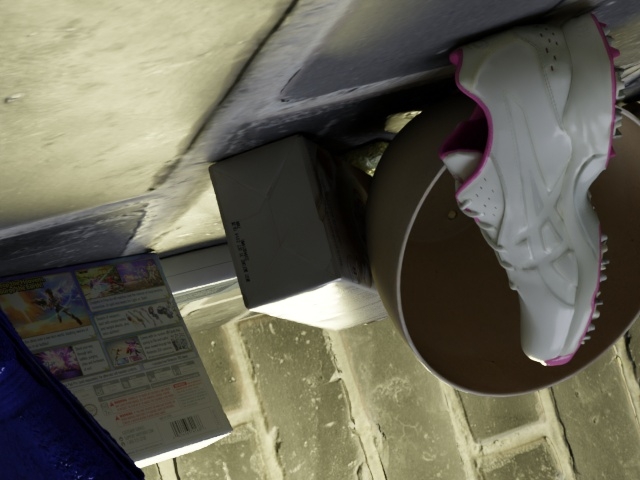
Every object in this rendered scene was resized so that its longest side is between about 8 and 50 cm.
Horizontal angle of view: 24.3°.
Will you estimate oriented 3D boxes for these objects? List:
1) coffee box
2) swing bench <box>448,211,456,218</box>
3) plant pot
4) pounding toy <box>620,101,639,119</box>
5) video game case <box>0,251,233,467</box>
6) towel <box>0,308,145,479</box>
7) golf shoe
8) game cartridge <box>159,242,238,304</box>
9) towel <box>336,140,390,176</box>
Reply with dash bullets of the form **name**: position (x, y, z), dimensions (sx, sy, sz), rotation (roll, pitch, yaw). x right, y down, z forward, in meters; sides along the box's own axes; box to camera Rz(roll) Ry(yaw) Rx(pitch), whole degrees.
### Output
- **coffee box**: position (0.000, 0.000, 1.415), dimensions (0.098, 0.141, 0.246), rotation (-19, 167, 16)
- **swing bench**: position (0.177, 0.018, 1.831), dimensions (0.254, 0.165, 0.253), rotation (24, -174, 33)
- **plant pot**: position (0.153, -0.026, 1.364), dimensions (0.284, 0.284, 0.191), rotation (-15, -151, -20)
- **pounding toy**: position (0.389, -0.081, 1.773), dimensions (0.155, 0.269, 0.154), rotation (-20, -147, 33)
- **video game case**: position (-0.256, 0.148, 1.727), dimensions (0.061, 0.244, 0.269), rotation (-33, 165, 38)
- **towel**: position (-0.316, 0.163, 1.491), dimensions (0.076, 0.308, 0.227), rotation (-43, -167, -32)
- **golf shoe**: position (0.162, -0.035, 1.198), dimensions (0.140, 0.306, 0.115), rotation (-3, -153, -3)
- **game cartridge**: position (-0.215, 0.061, 2.016), dimensions (0.297, 0.062, 0.198), rotation (-14, 170, -24)
- **towel**: position (0.037, -0.073, 1.553), dimensions (0.110, 0.027, 0.148), rotation (-19, 174, 13)
